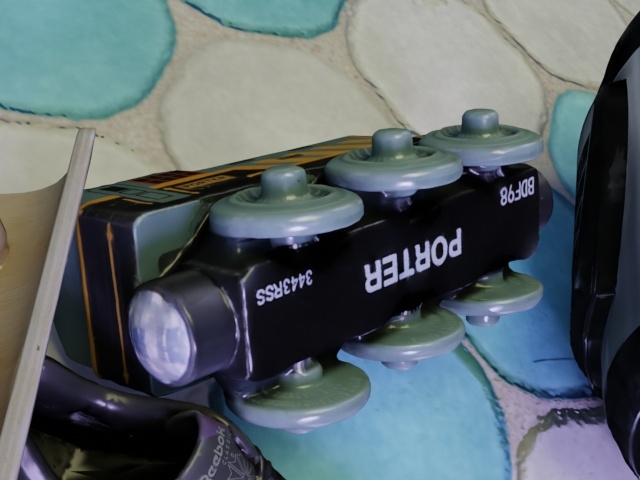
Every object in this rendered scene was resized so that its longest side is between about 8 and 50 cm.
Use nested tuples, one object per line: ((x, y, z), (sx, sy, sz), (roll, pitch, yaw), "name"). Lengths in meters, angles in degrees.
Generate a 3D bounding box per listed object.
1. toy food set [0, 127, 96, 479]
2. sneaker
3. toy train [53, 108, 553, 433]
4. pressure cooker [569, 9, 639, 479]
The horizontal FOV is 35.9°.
((-0.256, 0.028, 0.392), (0.306, 0.092, 0.220), (0, 46, -2), "toy food set")
((-0.054, 0.145, 0.481), (0.283, 0.124, 0.107), (24, 47, -15), "sneaker")
((0.000, 0.000, 0.593), (0.334, 0.190, 0.142), (-21, 113, -45), "toy train")
((0.386, -0.024, 0.724), (0.375, 0.370, 0.420), (25, 50, -19), "pressure cooker")
